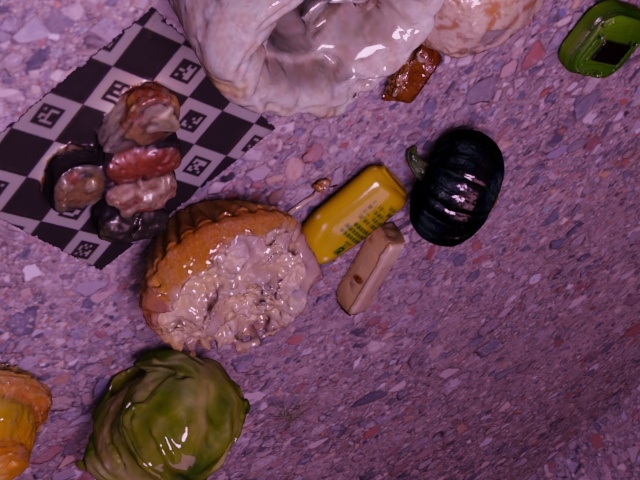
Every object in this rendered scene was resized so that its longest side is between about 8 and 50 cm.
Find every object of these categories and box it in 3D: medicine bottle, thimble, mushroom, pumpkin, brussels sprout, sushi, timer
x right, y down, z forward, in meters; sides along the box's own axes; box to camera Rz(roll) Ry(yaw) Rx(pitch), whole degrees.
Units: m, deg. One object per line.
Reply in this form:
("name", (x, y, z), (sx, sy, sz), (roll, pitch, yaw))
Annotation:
("medicine bottle", (0.000, 0.000, 1.650), (0.309, 0.076, 0.111), (-39, 145, 9))
("thimble", (-0.019, -0.279, 1.137), (0.291, 0.195, 0.291), (-26, 158, -12))
("mushroom", (-0.098, -0.005, 1.614), (0.286, 0.026, 0.028), (-37, 131, 10))
("pumpkin", (0.211, -0.081, 1.638), (0.150, 0.194, 0.194), (-2, 146, 5))
("brussels sprout", (-0.248, 0.298, 1.693), (0.259, 0.227, 0.294), (-39, -177, 28))
("sushi", (-0.242, -0.086, 1.338), (0.339, 0.069, 0.320), (-38, 147, 7))
("timer", (0.445, -0.312, 1.644), (0.140, 0.047, 0.128), (2, 135, -42))
("sushi", (0.123, -0.236, 1.469), (0.060, 0.061, 0.118), (28, 116, -8))

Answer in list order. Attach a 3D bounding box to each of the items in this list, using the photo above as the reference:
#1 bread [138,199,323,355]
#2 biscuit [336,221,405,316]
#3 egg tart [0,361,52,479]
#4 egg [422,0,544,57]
("bread", (-0.140, 0.045, 1.512), (0.274, 0.149, 0.274), (-21, 140, -19))
("biscuit", (0.086, 0.052, 1.811), (0.052, 0.056, 0.188), (-5, 137, -35))
("egg tart", (-0.533, 0.303, 1.570), (0.288, 0.118, 0.288), (-21, 149, -13))
("egg", (0.183, -0.334, 1.263), (0.195, 0.195, 0.233), (6, 117, -45))
